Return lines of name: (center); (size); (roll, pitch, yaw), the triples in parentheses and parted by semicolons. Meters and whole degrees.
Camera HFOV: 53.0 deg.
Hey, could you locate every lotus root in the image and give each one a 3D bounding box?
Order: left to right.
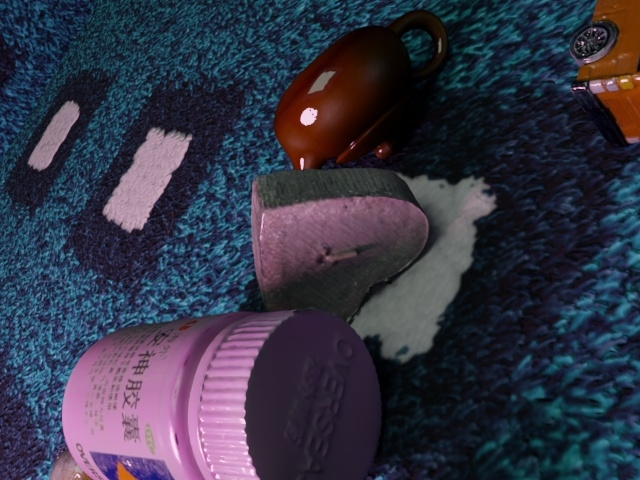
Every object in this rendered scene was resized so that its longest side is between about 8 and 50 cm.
lotus root: (-0.303, 0.298, 0.819); (0.165, 0.088, 0.088); (-32, 44, 43)

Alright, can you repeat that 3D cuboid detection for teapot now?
teapot: (0.053, -0.162, 0.732); (0.252, 0.135, 0.178); (-41, 8, -8)

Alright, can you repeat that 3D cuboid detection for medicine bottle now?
medicine bottle: (-0.103, 0.161, 0.618); (0.290, 0.178, 0.178); (-11, 57, 42)

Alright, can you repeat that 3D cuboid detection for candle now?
candle: (0.000, 0.000, 0.631); (0.192, 0.168, 0.068); (-43, 35, 15)

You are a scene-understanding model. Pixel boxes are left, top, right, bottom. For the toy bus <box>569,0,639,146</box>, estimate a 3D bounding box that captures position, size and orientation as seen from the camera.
toy bus: (0.281, -0.186, 0.510); (0.114, 0.098, 0.201); (3, 67, 47)
